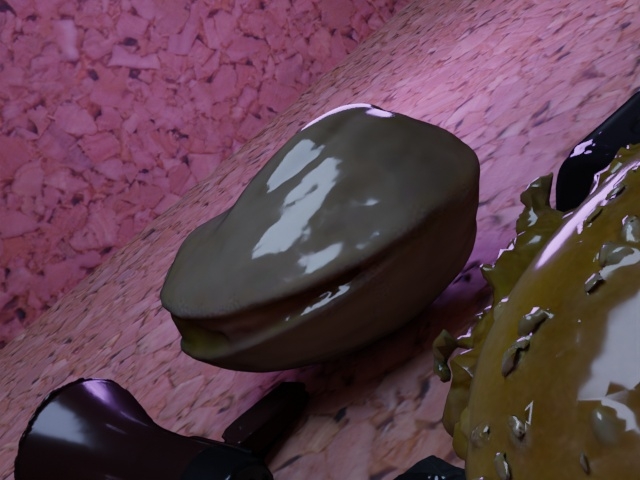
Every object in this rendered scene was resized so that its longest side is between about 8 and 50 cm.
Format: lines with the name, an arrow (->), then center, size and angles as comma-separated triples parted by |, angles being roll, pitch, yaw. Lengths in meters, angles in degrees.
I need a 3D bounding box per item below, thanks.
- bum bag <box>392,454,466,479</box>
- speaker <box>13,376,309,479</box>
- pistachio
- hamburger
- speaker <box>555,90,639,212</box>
bum bag -> 0.050, 0.257, 0.744 | 0.198, 0.049, 0.087 | -36, 24, -2
speaker -> -0.158, 0.272, 1.000 | 0.329, 0.198, 0.259 | 0, -2, 37
pistachio -> 0.000, 0.000, 1.073 | 0.445, 0.281, 0.365 | -27, 17, 11
hamburger -> 0.229, 0.047, 0.405 | 0.445, 0.268, 0.287 | -28, 61, 1
speaker -> 0.369, -0.087, 0.802 | 0.180, 0.184, 0.388 | -40, 19, -10
